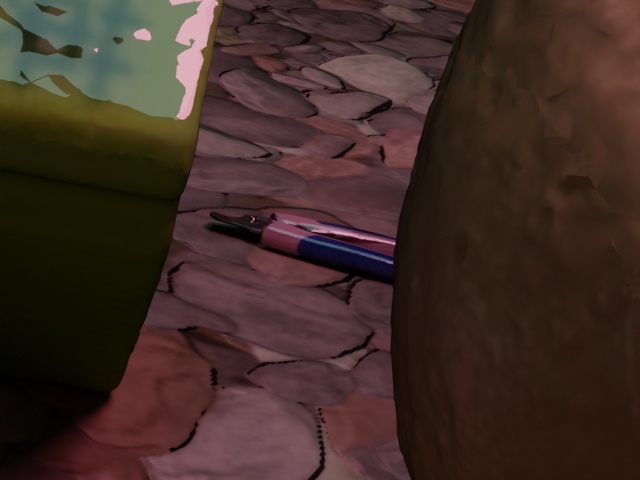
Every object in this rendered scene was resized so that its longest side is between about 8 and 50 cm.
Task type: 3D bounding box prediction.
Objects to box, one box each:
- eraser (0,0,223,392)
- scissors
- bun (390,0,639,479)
[{"bbox_3d":[-0.184,-0.038,0.515,0.274,0.210,0.092,12,64,-9],"label":"eraser"},{"bbox_3d":[0.000,0.000,0.787,0.113,0.012,0.039,14,21,3],"label":"scissors"},{"bbox_3d":[0.205,0.029,0.401,0.364,0.364,0.202,5,24,-20],"label":"bun"}]
